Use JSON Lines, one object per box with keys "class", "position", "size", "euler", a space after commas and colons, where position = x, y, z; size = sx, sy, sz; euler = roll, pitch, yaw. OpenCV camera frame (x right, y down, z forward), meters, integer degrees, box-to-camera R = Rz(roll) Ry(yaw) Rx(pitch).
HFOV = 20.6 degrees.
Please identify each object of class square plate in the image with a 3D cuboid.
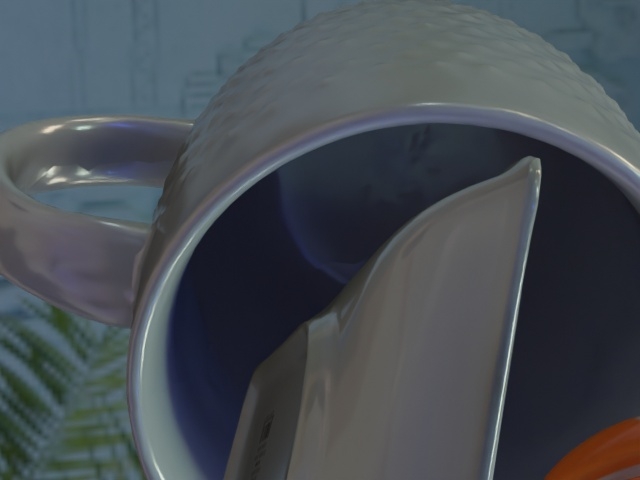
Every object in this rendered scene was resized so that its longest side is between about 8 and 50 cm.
{"class": "square plate", "position": [-0.018, 0.165, 0.552], "size": [0.347, 0.049, 0.344], "euler": [129, -27, -79]}

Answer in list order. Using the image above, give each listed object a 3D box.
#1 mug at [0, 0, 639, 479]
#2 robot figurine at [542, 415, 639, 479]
{"class": "mug", "position": [0.000, 0.000, 0.934], "size": [0.328, 0.374, 0.276], "euler": [-92, -168, -68]}
{"class": "robot figurine", "position": [0.116, 0.141, 0.548], "size": [0.219, 0.128, 0.158], "euler": [-76, 168, -54]}
